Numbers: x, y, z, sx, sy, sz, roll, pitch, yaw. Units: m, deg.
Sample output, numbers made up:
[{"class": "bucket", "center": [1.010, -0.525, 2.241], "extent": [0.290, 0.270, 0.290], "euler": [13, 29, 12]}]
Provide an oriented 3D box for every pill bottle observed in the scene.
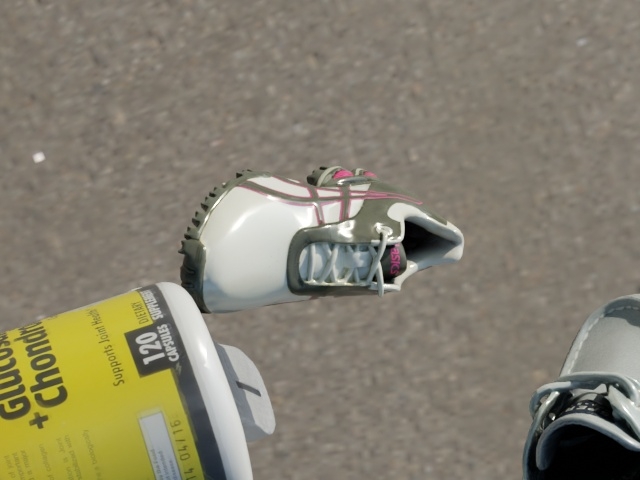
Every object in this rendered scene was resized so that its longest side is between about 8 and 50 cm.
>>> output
[{"class": "pill bottle", "center": [-0.126, 0.090, 0.776], "extent": [0.184, 0.103, 0.103], "euler": [-18, 92, -10]}]

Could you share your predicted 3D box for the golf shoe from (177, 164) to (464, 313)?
[{"class": "golf shoe", "center": [0.000, 0.000, 1.515], "extent": [0.273, 0.120, 0.105], "euler": [-18, 119, -50]}]

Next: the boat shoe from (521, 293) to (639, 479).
[{"class": "boat shoe", "center": [0.118, 0.093, 0.765], "extent": [0.081, 0.079, 0.227], "euler": [55, 30, -35]}]

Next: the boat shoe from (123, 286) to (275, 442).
[{"class": "boat shoe", "center": [-0.132, 0.135, 1.619], "extent": [0.121, 0.119, 0.335], "euler": [66, 7, 21]}]
